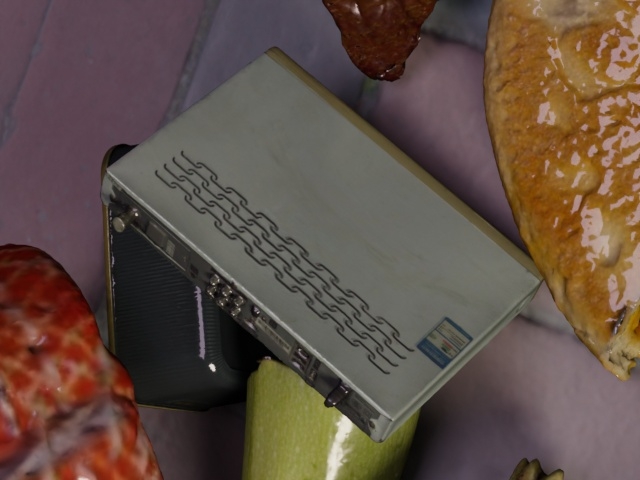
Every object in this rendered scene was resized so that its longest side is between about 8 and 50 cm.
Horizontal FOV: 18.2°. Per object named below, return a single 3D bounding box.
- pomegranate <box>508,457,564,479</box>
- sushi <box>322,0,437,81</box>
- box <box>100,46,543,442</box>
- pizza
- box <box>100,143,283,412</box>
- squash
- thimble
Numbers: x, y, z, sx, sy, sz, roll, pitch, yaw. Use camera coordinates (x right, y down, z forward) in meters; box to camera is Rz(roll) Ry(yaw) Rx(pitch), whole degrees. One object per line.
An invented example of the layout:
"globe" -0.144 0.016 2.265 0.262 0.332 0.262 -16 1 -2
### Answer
"pomegranate" 0.106 0.242 1.357 0.159 0.159 0.205 24 72 33
"sushi" 0.061 -0.282 1.458 0.167 0.179 0.296 -18 70 48
"box" 0.000 0.000 1.402 0.270 0.211 0.045 39 145 13
"pizza" 0.200 -0.090 1.376 0.182 0.074 0.365 -19 75 28
"box" -0.087 0.024 1.509 0.090 0.144 0.201 -10 76 27
"squash" -0.007 0.215 1.464 0.137 0.137 0.287 20 108 33
"thimble" -0.269 0.189 1.477 0.350 0.230 0.350 39 141 42
